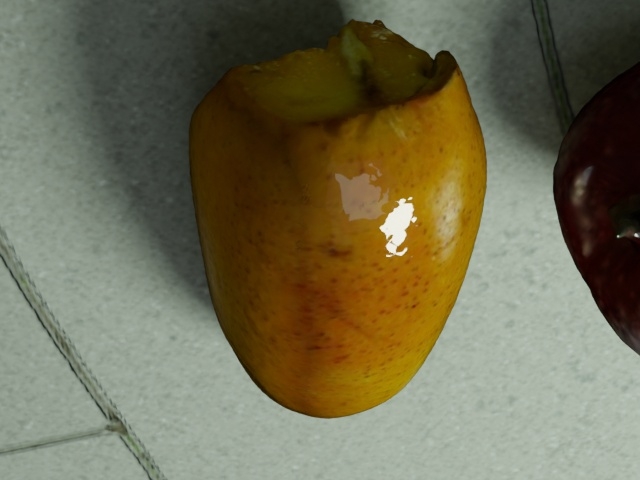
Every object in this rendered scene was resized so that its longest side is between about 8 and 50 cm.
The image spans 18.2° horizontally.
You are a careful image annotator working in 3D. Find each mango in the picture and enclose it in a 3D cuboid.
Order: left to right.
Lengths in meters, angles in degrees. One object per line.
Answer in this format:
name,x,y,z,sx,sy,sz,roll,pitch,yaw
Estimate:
mango,0.000,0.000,1.306,0.201,0.199,0.350,21,142,10

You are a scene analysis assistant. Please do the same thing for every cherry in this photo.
cherry,0.280,-0.016,1.304,0.300,0.230,0.203,6,123,-39
